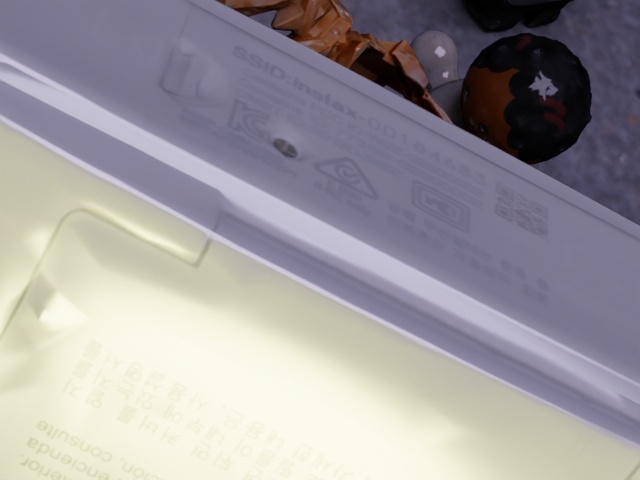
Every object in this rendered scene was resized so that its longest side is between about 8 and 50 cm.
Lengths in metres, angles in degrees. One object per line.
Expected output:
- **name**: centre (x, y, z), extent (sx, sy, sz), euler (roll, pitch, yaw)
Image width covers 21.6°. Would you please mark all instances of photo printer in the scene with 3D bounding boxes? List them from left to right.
- **photo printer**: centre (-0.046, 0.095, 0.477), extent (0.256, 0.307, 0.107), euler (26, 33, -10)

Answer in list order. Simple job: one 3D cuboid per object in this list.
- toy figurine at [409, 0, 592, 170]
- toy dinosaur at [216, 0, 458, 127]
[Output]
- **toy figurine**: centre (0.142, -0.054, 0.693), extent (0.209, 0.148, 0.213), euler (34, 61, -7)
- **toy dinosaur**: centre (0.000, 0.000, 0.564), extent (0.164, 0.218, 0.322), euler (-27, 124, -44)
